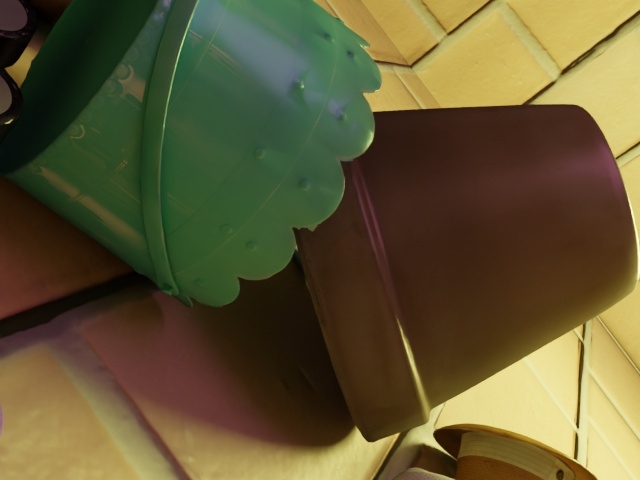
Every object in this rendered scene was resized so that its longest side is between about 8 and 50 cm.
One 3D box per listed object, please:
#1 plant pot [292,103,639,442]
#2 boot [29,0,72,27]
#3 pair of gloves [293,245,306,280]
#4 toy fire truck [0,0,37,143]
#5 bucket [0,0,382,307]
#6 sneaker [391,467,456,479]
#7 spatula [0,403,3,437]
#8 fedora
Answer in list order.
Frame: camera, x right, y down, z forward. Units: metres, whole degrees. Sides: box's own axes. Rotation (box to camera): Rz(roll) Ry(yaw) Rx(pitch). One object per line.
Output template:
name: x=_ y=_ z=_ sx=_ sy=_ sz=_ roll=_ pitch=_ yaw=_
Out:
plant pot: x=0.134 y=0.002 z=0.807 sx=0.323 sy=0.280 sz=0.323 roll=-15 pitch=90 yaw=-85
boot: x=-0.278 y=-0.230 z=0.723 sx=0.264 sy=0.096 sz=0.280 roll=54 pitch=22 yaw=-5
pair of gloves: x=0.000 y=0.000 z=1.042 sx=0.159 sy=0.023 sz=0.198 roll=52 pitch=20 yaw=-1
toy fire truck: x=-0.296 y=-0.149 z=0.481 sx=0.246 sy=0.158 sz=0.217 roll=23 pitch=41 yaw=-32
bucket: x=-0.107 y=-0.107 z=0.658 sx=0.183 sy=0.281 sz=0.281 roll=33 pitch=27 yaw=-33
sneaker: x=0.164 y=0.327 z=0.700 sx=0.323 sy=0.130 sz=0.236 roll=42 pitch=26 yaw=-12
spatula: x=-0.279 y=0.031 z=0.380 sx=0.296 sy=0.030 sz=0.084 roll=41 pitch=23 yaw=-28
fedora: x=0.203 y=0.267 z=0.909 sx=0.194 sy=0.194 sz=0.079 roll=40 pitch=61 yaw=-31
